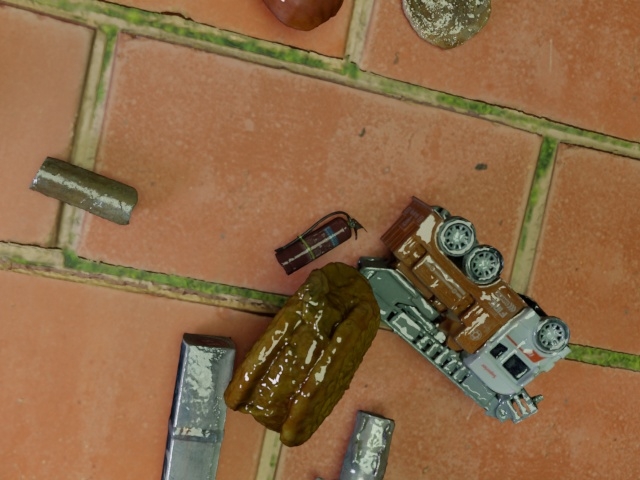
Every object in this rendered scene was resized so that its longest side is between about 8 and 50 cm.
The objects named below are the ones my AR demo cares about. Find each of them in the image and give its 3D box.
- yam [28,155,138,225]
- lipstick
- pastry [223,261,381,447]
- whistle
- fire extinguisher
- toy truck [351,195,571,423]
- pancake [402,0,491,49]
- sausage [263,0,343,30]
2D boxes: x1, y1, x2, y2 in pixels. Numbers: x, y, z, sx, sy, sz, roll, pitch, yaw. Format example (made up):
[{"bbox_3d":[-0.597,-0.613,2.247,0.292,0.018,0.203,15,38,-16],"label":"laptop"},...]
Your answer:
[{"bbox_3d":[-0.303,-0.064,1.015,0.132,0.054,0.054,21,90,-15],"label":"yam"},{"bbox_3d":[-0.172,0.276,1.071,0.076,0.077,0.290,7,95,-16],"label":"lipstick"},{"bbox_3d":[-0.008,0.149,1.022,0.132,0.240,0.235,37,103,5],"label":"pastry"},{"bbox_3d":[0.038,0.420,1.124,0.142,0.134,0.346,13,83,20],"label":"whistle"},{"bbox_3d":[0.000,0.000,1.110,0.132,0.039,0.056,-31,112,-10],"label":"fire extinguisher"},{"bbox_3d":[0.210,0.108,1.132,0.184,0.133,0.338,-44,102,4],"label":"toy truck"},{"bbox_3d":[0.181,-0.347,1.127,0.139,0.022,0.139,-1,96,-14],"label":"pancake"},{"bbox_3d":[-0.060,-0.395,1.015,0.113,0.113,0.259,-30,101,-10],"label":"sausage"}]
